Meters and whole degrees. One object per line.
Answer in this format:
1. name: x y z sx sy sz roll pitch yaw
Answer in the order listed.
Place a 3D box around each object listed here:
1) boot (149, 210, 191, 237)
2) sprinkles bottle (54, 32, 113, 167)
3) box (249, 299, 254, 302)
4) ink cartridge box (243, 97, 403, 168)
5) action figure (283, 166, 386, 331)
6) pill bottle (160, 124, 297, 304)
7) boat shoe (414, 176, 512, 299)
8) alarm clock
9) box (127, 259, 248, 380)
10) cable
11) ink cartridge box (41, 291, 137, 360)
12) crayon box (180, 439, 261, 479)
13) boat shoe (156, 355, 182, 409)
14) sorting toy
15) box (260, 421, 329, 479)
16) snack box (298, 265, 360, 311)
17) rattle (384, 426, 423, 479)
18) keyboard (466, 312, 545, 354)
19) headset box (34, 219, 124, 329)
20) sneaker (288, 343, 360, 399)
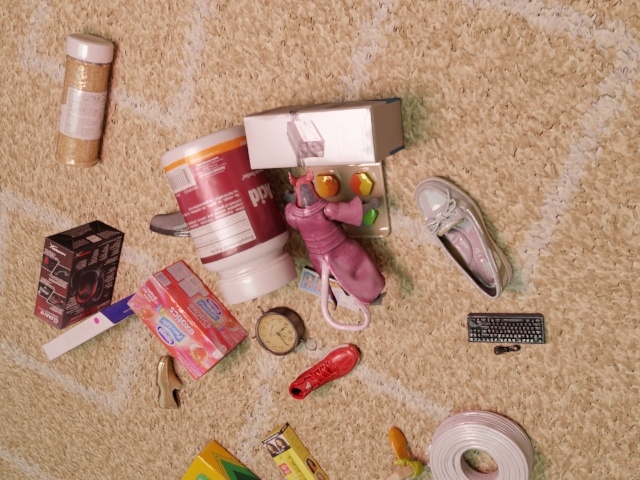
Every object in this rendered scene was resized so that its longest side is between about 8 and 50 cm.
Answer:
1. boot: -0.307 -0.128 1.813 0.339 0.118 0.222 -3 102 11
2. sprinkles bottle: -0.657 -0.383 1.870 0.121 0.121 0.355 23 114 16
3. box: -0.185 0.093 1.822 0.087 0.102 0.101 28 116 11
4. ink cartridge box: 0.013 -0.249 1.561 0.308 0.223 0.128 1 107 24
5. action figure: 0.000 0.000 1.599 0.248 0.275 0.370 -9 123 33
6. pill bottle: -0.211 -0.060 1.633 0.224 0.224 0.391 -17 98 27
7. boat shoe: 0.328 -0.008 1.566 0.118 0.103 0.320 -33 91 28
8. alarm clock: -0.094 0.255 1.854 0.192 0.064 0.129 22 113 19
9. box: -0.375 0.222 1.919 0.300 0.154 0.142 47 118 2
10. cable: 0.405 0.556 1.714 0.257 0.089 0.257 28 115 14
11. ink cartridge box: -0.657 0.246 2.034 0.371 0.176 0.069 -26 94 28
12. crayon box: -0.318 0.857 2.115 0.313 0.106 0.362 38 116 10
13. boat shoe: -0.459 0.438 2.078 0.072 0.068 0.189 7 119 9
14. sorting toy: 0.070 -0.106 1.686 0.193 0.038 0.208 -1 105 24
15. box: -0.070 0.651 1.969 0.087 0.058 0.232 -35 90 27
16. snack box: 0.030 0.127 1.784 0.178 0.022 0.064 21 114 17
17. rattle: 0.186 0.628 1.847 0.143 0.130 0.199 45 145 17
18. keyboard: 0.448 0.229 1.633 0.180 0.023 0.108 -2 105 25
19. headset box: -0.714 0.111 1.994 0.110 0.218 0.293 25 115 16
20. sneaker: 0.005 0.367 1.808 0.221 0.128 0.087 -42 87 28
